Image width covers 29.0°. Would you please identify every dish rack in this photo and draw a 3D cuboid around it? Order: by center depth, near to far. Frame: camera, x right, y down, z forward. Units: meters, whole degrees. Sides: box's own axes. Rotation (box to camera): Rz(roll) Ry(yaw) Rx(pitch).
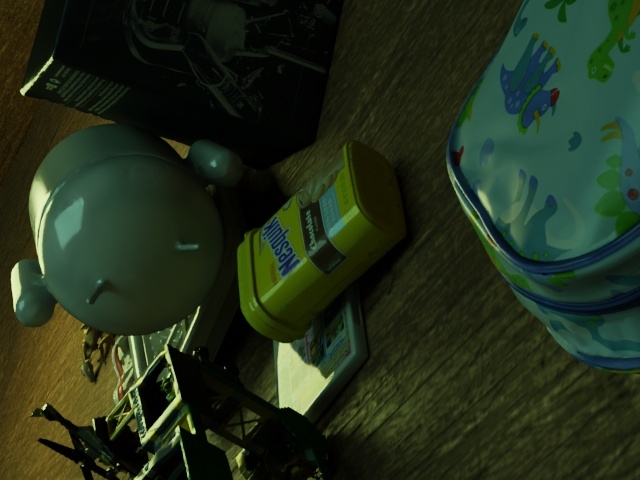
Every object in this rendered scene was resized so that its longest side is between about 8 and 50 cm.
[{"bbox_3d":[-0.160,0.054,1.560,0.286,0.072,0.333,-66,23,20],"label":"dish rack"}]

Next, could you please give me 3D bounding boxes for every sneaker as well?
[{"bbox_3d":[-0.249,0.181,1.727,0.065,0.061,0.158,-35,36,16],"label":"sneaker"}]

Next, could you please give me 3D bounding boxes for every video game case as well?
[{"bbox_3d":[-0.003,0.104,1.218,0.157,0.019,0.143,-54,29,37],"label":"video game case"}]

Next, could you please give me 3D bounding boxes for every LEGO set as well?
[{"bbox_3d":[-0.102,0.254,1.034,0.192,0.255,0.331,-50,34,11],"label":"LEGO set"}]

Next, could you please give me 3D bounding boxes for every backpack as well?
[{"bbox_3d":[0.221,-0.093,0.562,0.290,0.273,0.356,-115,34,-50],"label":"backpack"}]

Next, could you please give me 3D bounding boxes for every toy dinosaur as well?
[{"bbox_3d":[-0.363,0.128,2.006,0.212,0.064,0.112,-71,21,3],"label":"toy dinosaur"}]

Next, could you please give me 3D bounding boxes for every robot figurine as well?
[{"bbox_3d":[-0.221,-0.016,1.393,0.300,0.200,0.353,-39,23,-1],"label":"robot figurine"}]

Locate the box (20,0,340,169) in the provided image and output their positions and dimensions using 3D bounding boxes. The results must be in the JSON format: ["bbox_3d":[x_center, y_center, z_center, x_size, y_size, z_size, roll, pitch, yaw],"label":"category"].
[{"bbox_3d":[-0.148,-0.301,1.468,0.179,0.312,0.343,-18,58,64],"label":"box"}]

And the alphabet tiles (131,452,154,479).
[{"bbox_3d":[-0.248,0.394,1.610,0.198,0.009,0.237,-2,72,68],"label":"alphabet tiles"}]

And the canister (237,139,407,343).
[{"bbox_3d":[0.000,0.000,1.175,0.170,0.073,0.126,-44,35,30],"label":"canister"}]
